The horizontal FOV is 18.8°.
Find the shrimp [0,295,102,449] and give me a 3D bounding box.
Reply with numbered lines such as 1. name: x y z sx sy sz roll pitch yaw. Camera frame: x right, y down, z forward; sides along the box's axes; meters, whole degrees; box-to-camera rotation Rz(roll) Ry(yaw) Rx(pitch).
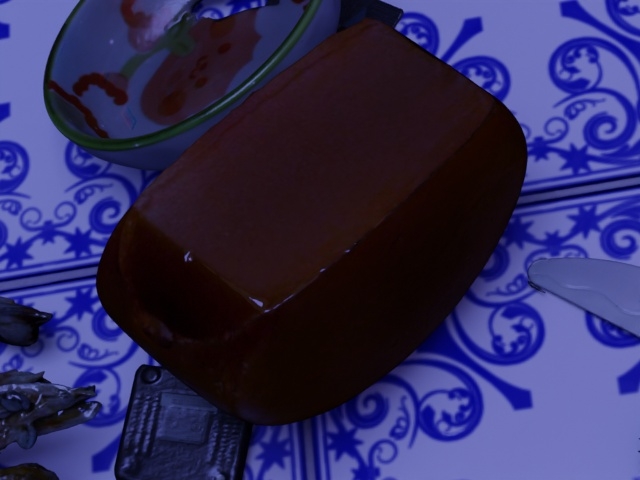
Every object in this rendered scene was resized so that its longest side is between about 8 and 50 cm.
1. shrimp: -0.351 0.131 1.824 0.360 0.085 0.247 -1 40 29

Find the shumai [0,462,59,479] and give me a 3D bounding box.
1. shumai: -0.339 0.271 1.746 0.153 0.161 0.209 29 76 27

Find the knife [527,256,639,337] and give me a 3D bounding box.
1. knife: 0.335 0.083 1.738 0.336 0.043 0.081 33 77 26

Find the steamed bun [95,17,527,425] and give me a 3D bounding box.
1. steamed bun: 0.000 0.000 1.737 0.235 0.248 0.379 37 67 28

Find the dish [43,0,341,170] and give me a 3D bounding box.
1. dish: -0.106 -0.180 1.902 0.324 0.124 0.324 -20 43 20

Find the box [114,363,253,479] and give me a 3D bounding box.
1. box: -0.126 0.179 1.811 0.126 0.027 0.125 4 67 16

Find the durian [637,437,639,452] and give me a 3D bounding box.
1. durian: 0.329 0.187 1.669 0.100 0.086 0.215 -18 75 -18

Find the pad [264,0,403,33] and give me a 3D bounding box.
1. pad: -0.026 -0.175 1.964 0.143 0.003 0.211 25 74 23
